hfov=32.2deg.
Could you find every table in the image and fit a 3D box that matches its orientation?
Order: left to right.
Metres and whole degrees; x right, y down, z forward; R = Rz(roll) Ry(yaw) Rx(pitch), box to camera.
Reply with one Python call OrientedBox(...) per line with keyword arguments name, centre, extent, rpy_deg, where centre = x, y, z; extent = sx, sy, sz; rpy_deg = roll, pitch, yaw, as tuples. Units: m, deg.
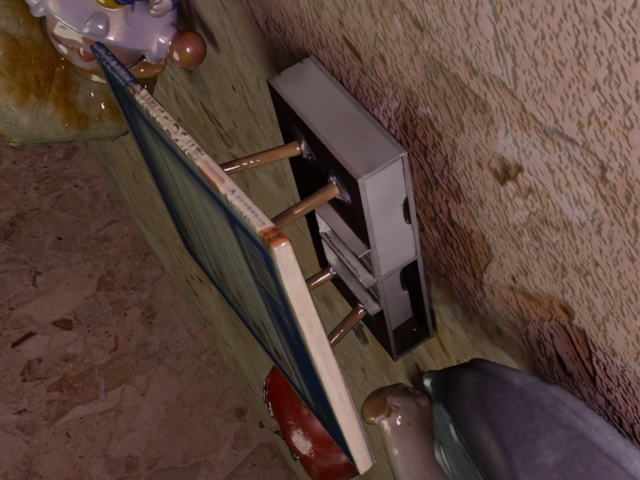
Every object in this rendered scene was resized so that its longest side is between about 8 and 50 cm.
OrientedBox(name="table", centre=(0.000, 0.000, 0.844), extent=(0.121, 0.111, 0.240), rpy_deg=(50, 165, 35))

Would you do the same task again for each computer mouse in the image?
OrientedBox(name="computer mouse", centre=(0.186, 0.224, 0.649), extent=(0.374, 0.114, 0.203), rpy_deg=(63, 173, 16))

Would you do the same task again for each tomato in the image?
OrientedBox(name="tomato", centre=(-0.020, 0.288, 1.708), extent=(0.228, 0.101, 0.228), rpy_deg=(55, 171, 13))

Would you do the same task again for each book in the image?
OrientedBox(name="book", centre=(-0.069, 0.003, 0.813), extent=(0.322, 0.018, 0.228), rpy_deg=(47, 162, 46))

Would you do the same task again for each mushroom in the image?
OrientedBox(name="mushroom", centre=(0.117, 0.237, 1.053), extent=(0.116, 0.093, 0.225), rpy_deg=(30, -143, -65))

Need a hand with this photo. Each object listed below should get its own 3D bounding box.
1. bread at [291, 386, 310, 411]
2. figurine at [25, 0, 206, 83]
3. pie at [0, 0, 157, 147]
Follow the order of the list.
OrientedBox(name="bread", centre=(-0.014, 0.186, 1.507), extent=(0.082, 0.060, 0.113), rpy_deg=(49, 167, 41))
OrientedBox(name="figurine", centre=(-0.198, -0.241, 1.010), extent=(0.193, 0.133, 0.274), rpy_deg=(13, 161, 8))
OrientedBox(name="pie", centre=(-0.298, -0.251, 1.124), extent=(0.078, 0.296, 0.371), rpy_deg=(-2, 126, 34))
